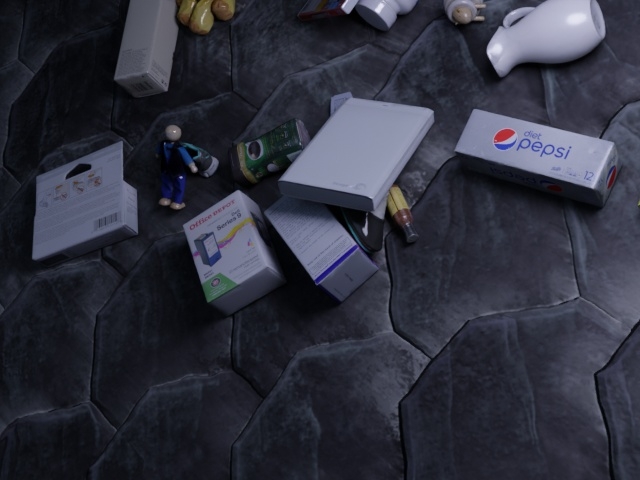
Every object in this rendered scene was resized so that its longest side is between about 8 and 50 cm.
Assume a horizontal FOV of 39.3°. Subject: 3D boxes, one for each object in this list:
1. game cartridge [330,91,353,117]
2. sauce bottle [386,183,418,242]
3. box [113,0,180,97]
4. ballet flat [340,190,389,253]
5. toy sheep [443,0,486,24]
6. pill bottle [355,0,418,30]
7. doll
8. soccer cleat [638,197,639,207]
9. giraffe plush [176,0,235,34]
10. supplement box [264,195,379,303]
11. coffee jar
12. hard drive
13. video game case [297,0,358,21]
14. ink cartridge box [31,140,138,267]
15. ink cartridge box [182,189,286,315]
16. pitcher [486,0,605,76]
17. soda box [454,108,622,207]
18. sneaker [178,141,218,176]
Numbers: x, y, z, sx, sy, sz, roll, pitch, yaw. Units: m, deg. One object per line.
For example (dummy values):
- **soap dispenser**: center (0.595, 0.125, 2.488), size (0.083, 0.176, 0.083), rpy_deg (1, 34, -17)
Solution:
- **game cartridge**: center (0.049, -0.283, 1.959), size (0.056, 0.017, 0.083), rpy_deg (-12, 62, 27)
- **sauce bottle**: center (0.158, -0.052, 1.776), size (0.042, 0.042, 0.128), rpy_deg (-28, 57, 14)
- **box**: center (-0.434, -0.506, 2.271), size (0.113, 0.094, 0.275), rpy_deg (-5, 65, 26)
- **ballet flat**: center (0.075, -0.101, 1.790), size (0.096, 0.095, 0.280), rpy_deg (-45, 47, 21)
- **toy sheep**: center (0.303, -0.504, 1.892), size (0.091, 0.091, 0.132), rpy_deg (-14, 48, 22)
- **pill bottle**: center (0.175, -0.575, 1.965), size (0.124, 0.124, 0.221), rpy_deg (32, 83, 35)
- **doll**: center (-0.329, -0.168, 2.022), size (0.129, 0.046, 0.189), rpy_deg (18, 115, 33)
- **soccer cleat**: center (0.597, -0.109, 1.543), size (0.121, 0.093, 0.289), rpy_deg (-19, 59, 27)
- **giraffe plush**: center (-0.298, -0.644, 2.218), size (0.210, 0.170, 0.181), rpy_deg (-46, 54, 1)
- **supplement box**: center (0.000, 0.000, 1.791), size (0.114, 0.111, 0.220), rpy_deg (-42, 55, 4)
- **coffee jar**: center (-0.112, -0.189, 1.959), size (0.184, 0.079, 0.096), rpy_deg (-21, 62, 17)
- **hard drive**: center (0.076, -0.179, 1.784), size (0.203, 0.040, 0.307), rpy_deg (12, 44, 25)
- **video game case**: center (0.060, -0.581, 2.000), size (0.204, 0.025, 0.285), rpy_deg (-54, 22, -4)
- **ink cartridge box**: center (-0.569, -0.086, 2.163), size (0.275, 0.060, 0.238), rpy_deg (-19, 59, 20)
- **ink cartridge box**: center (-0.183, 0.025, 1.888), size (0.154, 0.093, 0.212), rpy_deg (-30, 55, 13)
- **pitcher**: center (0.445, -0.421, 1.763), size (0.207, 0.125, 0.177), rpy_deg (-13, 46, 35)
- **soda box**: center (0.401, -0.155, 1.666), size (0.286, 0.091, 0.098), rpy_deg (20, 78, 34)
- **sneaker**: center (-0.311, -0.204, 2.073), size (0.166, 0.076, 0.065), rpy_deg (19, 76, 33)
